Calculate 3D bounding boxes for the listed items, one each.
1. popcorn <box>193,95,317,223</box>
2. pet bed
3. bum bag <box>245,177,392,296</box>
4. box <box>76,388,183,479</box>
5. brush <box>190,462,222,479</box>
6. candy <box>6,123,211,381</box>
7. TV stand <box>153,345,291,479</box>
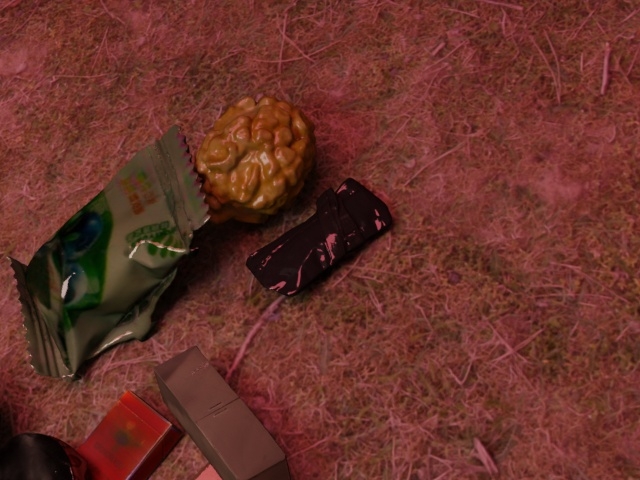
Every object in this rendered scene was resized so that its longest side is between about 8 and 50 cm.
[{"bbox_3d":[-0.109,-0.130,1.890,0.181,0.217,0.235,32,100,-2],"label":"popcorn"},{"bbox_3d":[-0.432,0.390,1.728,0.201,0.053,0.201,-8,77,34],"label":"pet bed"},{"bbox_3d":[0.000,0.000,1.860,0.248,0.060,0.123,-39,59,-10],"label":"bum bag"},{"bbox_3d":[-0.313,0.334,1.764,0.112,0.048,0.175,32,75,31],"label":"box"},{"bbox_3d":[-0.236,0.407,1.694,0.327,0.065,0.070,-37,57,-8],"label":"brush"},{"bbox_3d":[-0.337,0.013,1.854,0.398,0.172,0.263,-46,54,18],"label":"candy"},{"bbox_3d":[-0.149,0.279,1.696,0.082,0.088,0.269,-29,48,-20],"label":"TV stand"}]
